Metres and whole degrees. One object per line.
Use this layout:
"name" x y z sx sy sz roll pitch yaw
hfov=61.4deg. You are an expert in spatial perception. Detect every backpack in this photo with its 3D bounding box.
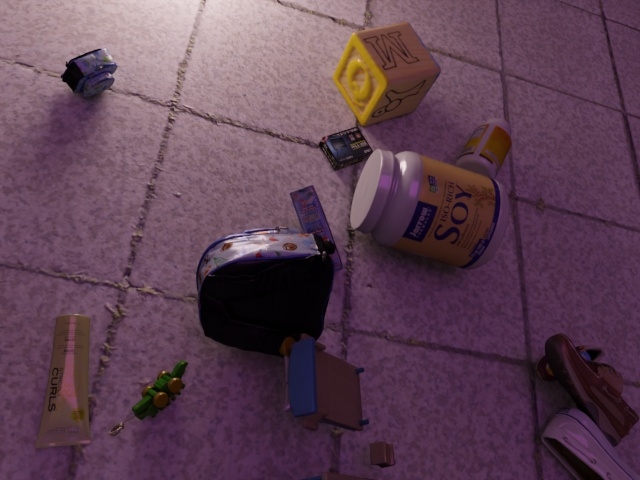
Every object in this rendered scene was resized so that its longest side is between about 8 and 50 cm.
"backpack" -0.123 0.094 1.106 0.263 0.277 0.213 -2 27 -21
"backpack" -0.545 -0.401 1.296 0.114 0.105 0.084 -44 106 -31

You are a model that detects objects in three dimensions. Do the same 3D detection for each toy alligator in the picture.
"toy alligator" -0.322 0.316 1.049 0.190 0.056 0.051 -46 126 -31

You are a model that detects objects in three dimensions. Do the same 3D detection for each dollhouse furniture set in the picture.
"dollhouse furniture set" -0.006 0.371 1.065 0.286 0.198 0.304 34 43 -45

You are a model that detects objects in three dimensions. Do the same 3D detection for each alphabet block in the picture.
"alphabet block" 0.183 -0.470 1.527 0.197 0.192 0.194 -21 71 -28

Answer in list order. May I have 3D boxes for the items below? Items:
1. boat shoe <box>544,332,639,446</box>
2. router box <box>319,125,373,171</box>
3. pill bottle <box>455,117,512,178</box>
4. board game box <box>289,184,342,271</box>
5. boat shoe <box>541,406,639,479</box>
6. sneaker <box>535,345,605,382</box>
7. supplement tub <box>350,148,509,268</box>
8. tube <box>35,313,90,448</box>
"boat shoe" 0.644 0.337 1.276 0.116 0.123 0.324 -35 107 2
"router box" 0.070 -0.251 1.466 0.122 0.038 0.092 -24 75 -27
"pill bottle" 0.481 -0.260 1.566 0.117 0.117 0.215 35 59 0
"board game box" 0.000 0.000 1.245 0.060 0.194 0.194 -19 70 2
"boat shoe" 0.637 0.566 1.204 0.156 0.136 0.367 -30 74 -29
"sneaker" 0.629 0.303 1.358 0.185 0.084 0.070 -14 70 -24
"supplement tub" 0.263 -0.080 1.331 0.331 0.241 0.241 15 61 -11
"tube" -0.475 0.262 1.019 0.070 0.062 0.240 -12 69 20
